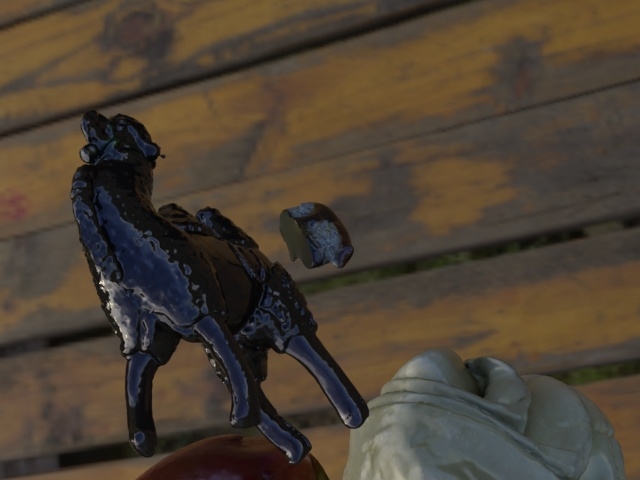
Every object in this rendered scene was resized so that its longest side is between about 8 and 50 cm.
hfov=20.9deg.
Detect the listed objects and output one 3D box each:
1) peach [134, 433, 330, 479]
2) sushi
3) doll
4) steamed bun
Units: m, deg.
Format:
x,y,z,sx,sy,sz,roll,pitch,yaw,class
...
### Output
x,y,z,sx,sy,sz,roll,pitch,yaw,class
-0.065,0.225,1.178,0.197,0.197,0.197,-1,89,35,peach
0.000,0.000,1.458,0.083,0.046,0.044,-127,34,-52,sushi
-0.057,0.019,0.766,0.057,0.139,0.165,-31,71,25,doll
0.165,0.209,1.645,0.276,0.289,0.203,-171,86,-65,steamed bun
